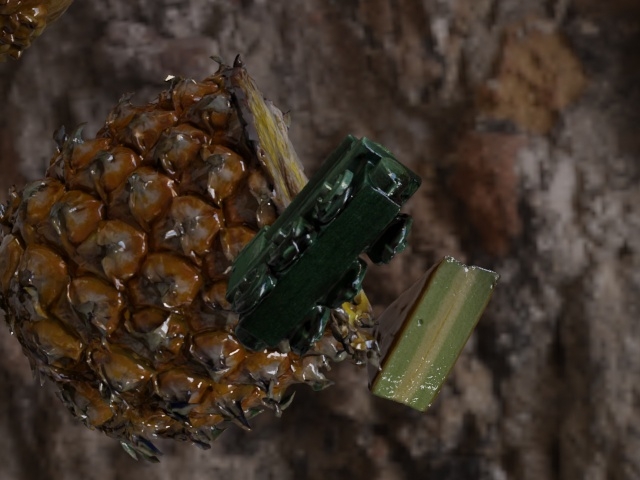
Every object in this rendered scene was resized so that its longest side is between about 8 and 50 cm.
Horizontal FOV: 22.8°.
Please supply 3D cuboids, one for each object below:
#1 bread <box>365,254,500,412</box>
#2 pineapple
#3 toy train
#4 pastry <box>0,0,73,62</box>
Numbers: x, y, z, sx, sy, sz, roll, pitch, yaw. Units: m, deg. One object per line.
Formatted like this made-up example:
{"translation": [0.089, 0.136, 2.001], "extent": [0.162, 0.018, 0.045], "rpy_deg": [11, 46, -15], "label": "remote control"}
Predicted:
{"translation": [0.110, 0.090, 1.526], "extent": [0.074, 0.139, 0.084], "rpy_deg": [23, 43, -24], "label": "bread"}
{"translation": [-0.128, 0.028, 1.463], "extent": [0.352, 0.300, 0.352], "rpy_deg": [56, 9, -13], "label": "pineapple"}
{"translation": [0.000, 0.000, 1.063], "extent": [0.071, 0.170, 0.111], "rpy_deg": [34, 26, -16], "label": "toy train"}
{"translation": [-0.412, -0.317, 1.500], "extent": [0.409, 0.409, 0.245], "rpy_deg": [57, 30, -38], "label": "pastry"}
